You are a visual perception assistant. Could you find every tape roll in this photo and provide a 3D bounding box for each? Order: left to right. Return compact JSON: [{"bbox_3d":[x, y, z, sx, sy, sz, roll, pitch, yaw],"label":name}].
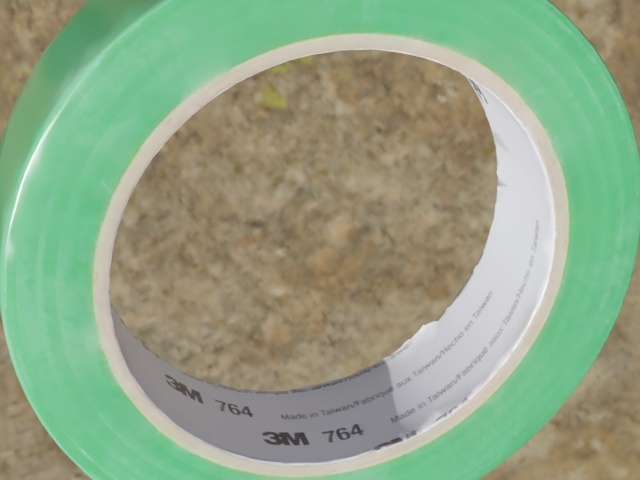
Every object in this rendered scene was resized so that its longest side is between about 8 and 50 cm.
[{"bbox_3d":[0.000,0.000,0.667,0.321,0.077,0.321,-8,118,-15],"label":"tape roll"}]
